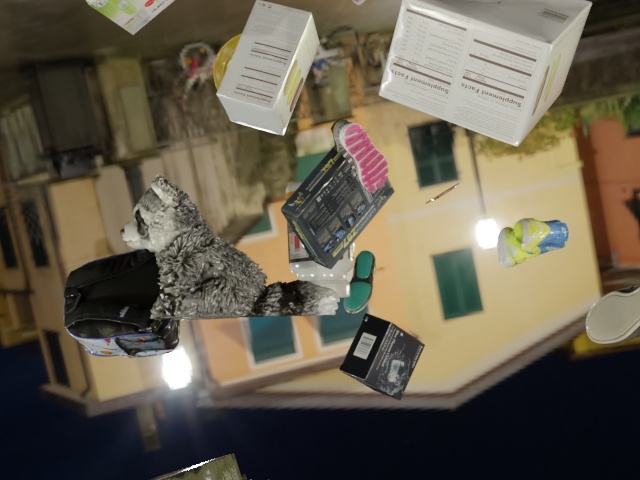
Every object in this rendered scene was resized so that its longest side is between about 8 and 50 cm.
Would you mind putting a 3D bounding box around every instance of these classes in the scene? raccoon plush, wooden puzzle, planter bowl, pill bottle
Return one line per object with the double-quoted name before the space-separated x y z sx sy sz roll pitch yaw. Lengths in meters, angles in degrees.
"raccoon plush" -0.194 0.016 2.006 0.447 0.299 0.216 1 172 -21
"wooden puzzle" 0.249 -0.095 1.929 0.083 0.006 0.049 -32 178 -1
"planter bowl" -0.177 -0.453 2.584 0.217 0.217 0.090 -11 174 6
"pill bottle" 0.000 0.000 2.271 0.162 0.278 0.162 -2 175 0

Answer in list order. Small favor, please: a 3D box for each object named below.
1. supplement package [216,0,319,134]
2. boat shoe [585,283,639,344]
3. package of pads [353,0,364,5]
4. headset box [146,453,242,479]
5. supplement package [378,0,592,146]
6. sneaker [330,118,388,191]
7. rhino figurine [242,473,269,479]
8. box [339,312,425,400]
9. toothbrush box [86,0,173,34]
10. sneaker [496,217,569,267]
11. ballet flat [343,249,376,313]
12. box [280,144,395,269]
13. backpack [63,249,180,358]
"supplement package" -0.111 -0.378 2.079 0.134 0.244 0.139 17 165 14
"boat shoe" 0.663 0.133 1.898 0.096 0.112 0.335 8 152 -18
"package of pads" 0.126 -0.778 2.417 0.297 0.229 0.101 -35 -152 28
"headset box" -0.241 0.370 1.146 0.247 0.131 0.283 -20 170 10
"supplement package" 0.234 -0.266 1.309 0.204 0.145 0.262 23 -147 16
"sneaker" 0.069 -0.161 1.735 0.063 0.170 0.075 -40 -137 -6
"rhino figurine" -0.215 0.591 2.069 0.243 0.106 0.073 -30 -174 -13
"box" 0.152 0.283 2.296 0.093 0.155 0.158 15 165 45
"toothbrush box" -0.472 -0.651 2.343 0.206 0.122 0.283 -38 173 6
"sneaker" 0.466 0.007 2.056 0.126 0.091 0.240 -2 172 -5
"ballet flat" 0.104 0.114 2.352 0.070 0.070 0.188 -7 -132 34
"box" 0.040 -0.083 1.945 0.059 0.183 0.232 25 -112 41
"backpack" -0.449 0.149 2.177 0.264 0.276 0.213 -4 143 4
